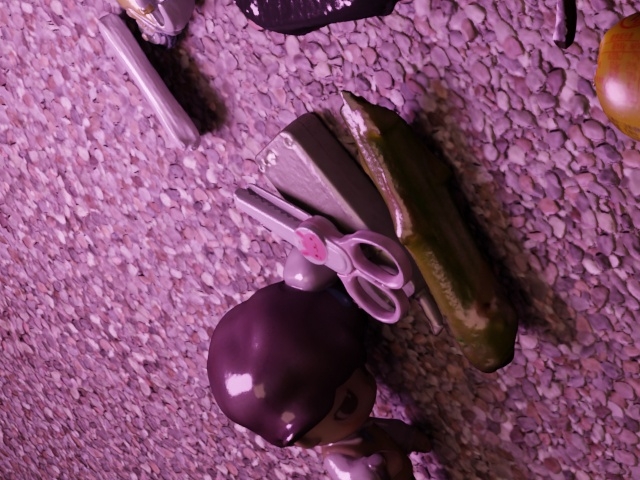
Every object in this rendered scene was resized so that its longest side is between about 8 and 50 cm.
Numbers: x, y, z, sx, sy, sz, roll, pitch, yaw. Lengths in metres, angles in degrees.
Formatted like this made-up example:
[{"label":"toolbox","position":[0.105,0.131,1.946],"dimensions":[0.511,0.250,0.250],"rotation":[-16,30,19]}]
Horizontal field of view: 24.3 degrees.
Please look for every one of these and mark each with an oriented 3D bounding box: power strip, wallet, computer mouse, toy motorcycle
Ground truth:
[{"label":"power strip","position":[0.044,-0.008,1.667],"dimensions":[0.288,0.053,0.093],"rotation":[51,143,-2]},{"label":"wallet","position":[-0.201,-0.185,1.754],"dimensions":[0.190,0.033,0.095],"rotation":[56,177,-5]},{"label":"computer mouse","position":[0.003,-0.292,1.411],"dimensions":[0.323,0.116,0.183],"rotation":[4,114,61]},{"label":"toy motorcycle","position":[-0.208,-0.302,1.645],"dimensions":[0.151,0.074,0.229],"rotation":[9,139,51]}]

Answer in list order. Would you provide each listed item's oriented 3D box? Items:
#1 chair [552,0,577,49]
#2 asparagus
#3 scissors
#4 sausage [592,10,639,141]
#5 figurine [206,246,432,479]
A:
[{"label":"chair","position":[0.266,-0.302,1.094],"dimensions":[0.160,0.186,0.319],"rotation":[23,138,38]},{"label":"asparagus","position":[0.115,-0.019,1.565],"dimensions":[0.082,0.085,0.343],"rotation":[-18,106,47]},{"label":"scissors","position":[0.000,0.000,1.648],"dimensions":[0.242,0.030,0.118],"rotation":[33,144,24]},{"label":"sausage","position":[0.368,-0.115,1.192],"dimensions":[0.347,0.123,0.123],"rotation":[15,131,36]},{"label":"figurine","position":[0.024,0.202,1.746],"dimensions":[0.365,0.218,0.206],"rotation":[47,141,-6]}]
